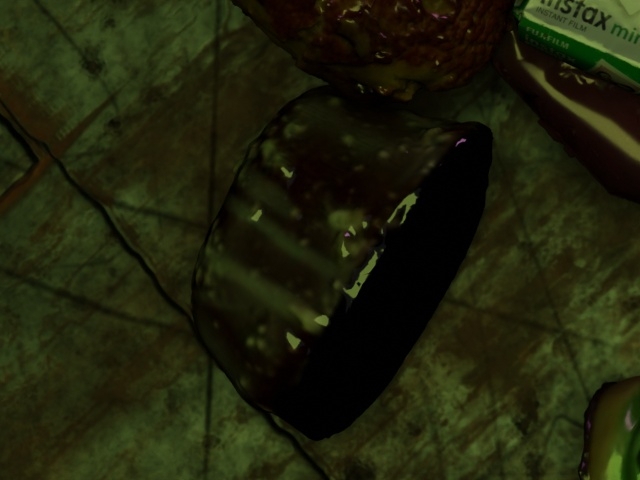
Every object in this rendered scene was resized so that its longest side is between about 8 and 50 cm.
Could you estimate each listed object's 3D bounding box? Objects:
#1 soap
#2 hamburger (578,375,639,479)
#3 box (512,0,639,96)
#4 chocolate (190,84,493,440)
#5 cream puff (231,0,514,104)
[{"bbox_3d":[0.324,-0.152,1.744,0.220,0.127,0.325,-41,82,1],"label":"soap"},{"bbox_3d":[0.338,0.233,1.660,0.149,0.237,0.237,-4,86,25],"label":"hamburger"},{"bbox_3d":[0.299,-0.261,1.643,0.180,0.103,0.250,24,87,10],"label":"box"},{"bbox_3d":[0.000,0.000,1.735,0.210,0.225,0.340,30,91,20],"label":"chocolate"},{"bbox_3d":[0.044,-0.281,1.677,0.350,0.350,0.228,46,116,7],"label":"cream puff"}]
